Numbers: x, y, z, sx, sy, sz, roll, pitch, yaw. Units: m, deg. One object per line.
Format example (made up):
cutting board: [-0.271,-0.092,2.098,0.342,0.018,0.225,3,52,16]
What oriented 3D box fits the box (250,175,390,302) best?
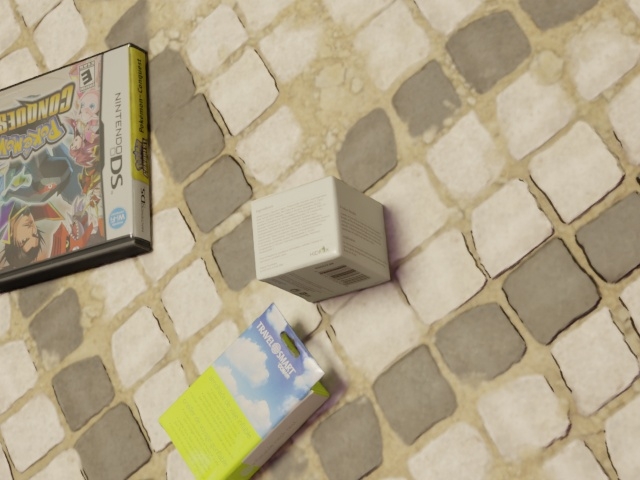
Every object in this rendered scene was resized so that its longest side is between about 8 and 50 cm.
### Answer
box: [0.000,0.000,1.537,0.102,0.101,0.087,-16,67,28]

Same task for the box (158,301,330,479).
box: [-0.072,0.162,1.570,0.178,0.042,0.109,-46,57,13]

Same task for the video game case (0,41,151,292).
video game case: [-0.316,-0.077,1.808,0.275,0.035,0.248,-15,68,29]
